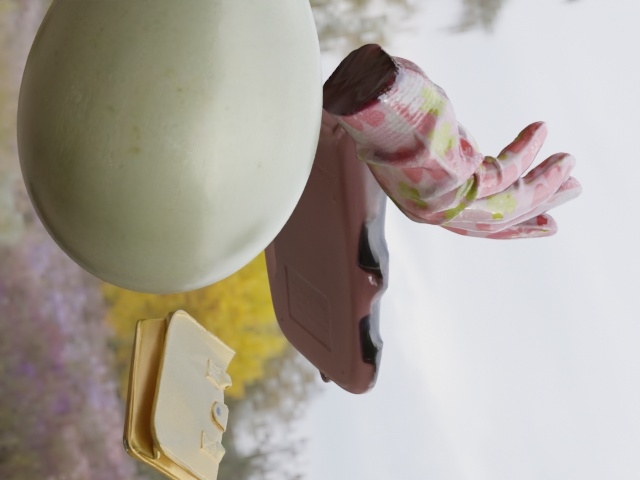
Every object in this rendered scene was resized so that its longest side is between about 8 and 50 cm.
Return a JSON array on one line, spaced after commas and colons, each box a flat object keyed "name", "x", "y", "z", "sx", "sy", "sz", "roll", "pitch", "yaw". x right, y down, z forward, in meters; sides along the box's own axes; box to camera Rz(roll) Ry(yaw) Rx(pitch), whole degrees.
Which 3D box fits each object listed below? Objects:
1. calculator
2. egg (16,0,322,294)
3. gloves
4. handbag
[{"name": "calculator", "x": 0.000, "y": 0.000, "z": 1.822, "sx": 0.220, "sy": 0.048, "sz": 0.329, "roll": 35, "pitch": -46, "yaw": 51}, {"name": "egg", "x": -0.091, "y": -0.090, "z": 1.155, "sx": 0.188, "sy": 0.189, "sz": 0.253, "roll": -119, "pitch": -138, "yaw": -68}, {"name": "gloves", "x": 0.107, "y": -0.060, "z": 1.499, "sx": 0.241, "sy": 0.126, "sz": 0.145, "roll": 45, "pitch": -25, "yaw": -28}, {"name": "handbag", "x": -0.074, "y": 0.083, "z": 0.964, "sx": 0.061, "sy": 0.027, "sz": 0.083, "roll": 41, "pitch": 42, "yaw": -45}]
